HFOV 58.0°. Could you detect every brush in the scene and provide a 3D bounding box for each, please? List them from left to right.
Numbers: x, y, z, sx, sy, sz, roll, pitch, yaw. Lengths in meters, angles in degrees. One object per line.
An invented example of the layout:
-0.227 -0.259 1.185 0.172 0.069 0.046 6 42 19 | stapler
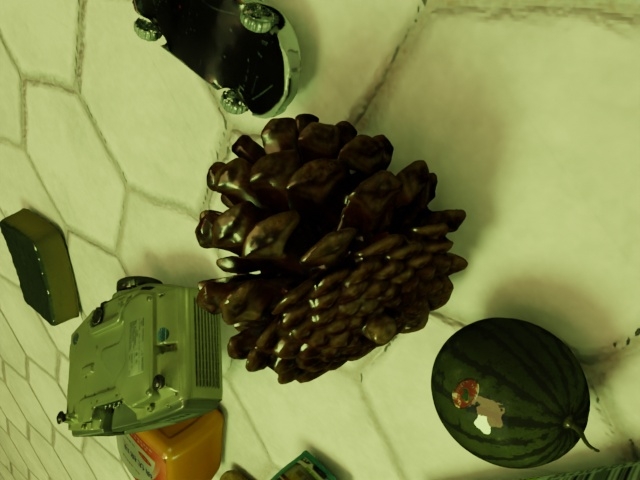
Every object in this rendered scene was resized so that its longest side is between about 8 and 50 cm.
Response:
-0.498 0.050 1.028 0.123 0.059 0.197 24 129 31 | brush

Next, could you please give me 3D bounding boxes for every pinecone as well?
0.000 0.000 0.433 0.208 0.208 0.207 23 128 33 | pinecone

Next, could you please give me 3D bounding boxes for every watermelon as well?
0.141 0.112 0.407 0.133 0.105 0.105 26 133 58 | watermelon

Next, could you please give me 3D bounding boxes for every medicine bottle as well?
-0.236 0.322 0.899 0.149 0.112 0.222 34 133 28 | medicine bottle

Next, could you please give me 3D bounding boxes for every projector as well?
-0.241 0.145 0.751 0.270 0.088 0.193 -24 62 36 | projector

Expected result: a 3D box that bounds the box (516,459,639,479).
0.200 0.252 0.447 0.134 0.097 0.345 53 138 3 | box

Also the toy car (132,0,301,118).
-0.092 -0.186 0.496 0.205 0.056 0.095 41 136 14 | toy car

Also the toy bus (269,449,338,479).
-0.027 0.396 0.751 0.091 0.109 0.261 30 131 37 | toy bus

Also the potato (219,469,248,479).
-0.122 0.385 0.881 0.083 0.040 0.051 25 124 31 | potato
